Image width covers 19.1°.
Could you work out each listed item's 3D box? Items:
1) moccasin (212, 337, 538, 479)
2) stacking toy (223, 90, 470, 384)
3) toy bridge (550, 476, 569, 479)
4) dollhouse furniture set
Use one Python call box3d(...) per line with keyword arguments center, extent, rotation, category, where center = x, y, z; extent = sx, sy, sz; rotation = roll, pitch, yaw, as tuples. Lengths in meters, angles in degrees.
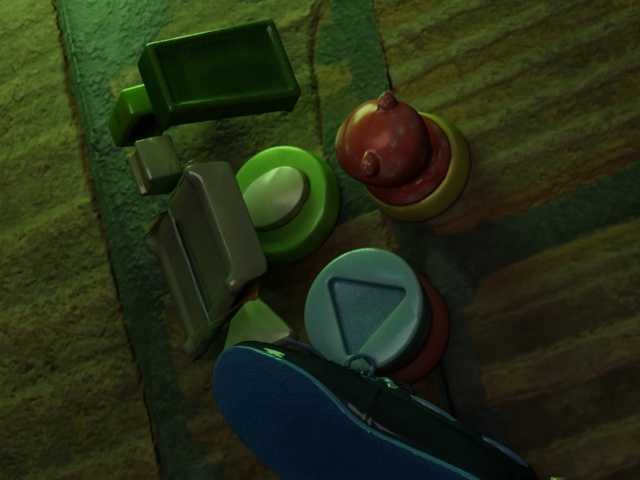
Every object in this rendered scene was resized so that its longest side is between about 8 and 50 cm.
box3d(center=(0.052, 0.198, 1.847), extent=(0.342, 0.117, 0.137), rotation=(31, 119, 22), category="moccasin")
box3d(center=(0.000, 0.000, 1.991), extent=(0.280, 0.130, 0.308), rotation=(-3, 73, 25), category="stacking toy")
box3d(center=(0.238, 0.246, 1.835), extent=(0.188, 0.063, 0.026), rotation=(1, 75, 29), category="toy bridge")
box3d(center=(-0.097, -0.051, 2.033), extent=(0.151, 0.197, 0.301), rotation=(-12, 69, -25), category="dollhouse furniture set")
